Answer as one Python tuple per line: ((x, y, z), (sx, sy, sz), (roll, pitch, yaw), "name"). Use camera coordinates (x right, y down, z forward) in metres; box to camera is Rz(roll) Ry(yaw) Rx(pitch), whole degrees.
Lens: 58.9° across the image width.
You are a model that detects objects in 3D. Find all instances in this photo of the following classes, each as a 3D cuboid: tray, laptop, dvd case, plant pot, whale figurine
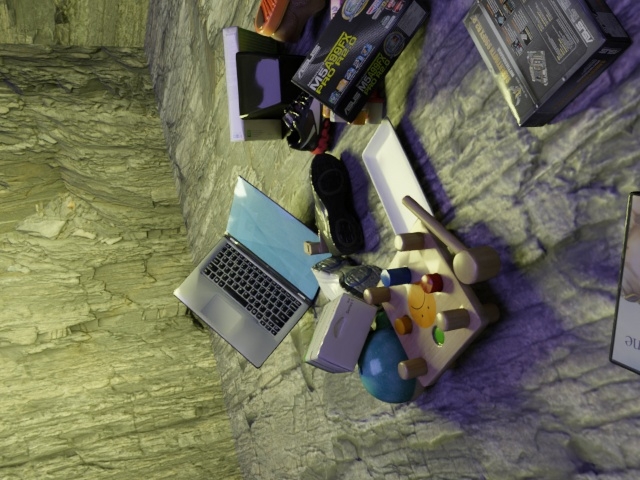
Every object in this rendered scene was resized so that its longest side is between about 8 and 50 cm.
((0.174, -0.127, 1.251), (0.145, 0.030, 0.270), (-56, 48, 53), "tray")
((-0.217, 0.100, 1.720), (0.382, 0.408, 0.236), (37, 170, 17), "laptop")
((0.465, 0.073, 0.722), (0.180, 0.022, 0.253), (25, 119, 60), "dvd case")
((-0.112, -0.440, 1.593), (0.167, 0.188, 0.187), (9, 105, 50), "plant pot")
((0.132, 0.272, 1.320), (0.272, 0.141, 0.216), (-159, 64, -64), "whale figurine")

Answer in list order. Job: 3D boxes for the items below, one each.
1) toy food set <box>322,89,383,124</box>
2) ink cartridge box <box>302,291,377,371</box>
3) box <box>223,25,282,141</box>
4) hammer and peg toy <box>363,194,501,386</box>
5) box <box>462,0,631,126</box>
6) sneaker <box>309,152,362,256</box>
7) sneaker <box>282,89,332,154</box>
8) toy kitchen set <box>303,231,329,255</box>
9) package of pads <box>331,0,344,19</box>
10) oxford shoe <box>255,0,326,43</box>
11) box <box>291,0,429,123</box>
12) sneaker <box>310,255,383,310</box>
((0.078, -0.324, 1.290), (0.232, 0.111, 0.105), (-125, 36, -70), "toy food set")
((0.042, 0.224, 1.332), (0.219, 0.092, 0.160), (129, 165, -73), "ink cartridge box")
((-0.200, -0.464, 1.719), (0.058, 0.232, 0.322), (3, 101, 24), "box")
((0.224, 0.086, 1.099), (0.266, 0.127, 0.361), (65, 149, 34), "hammer and peg toy")
((0.328, -0.317, 0.856), (0.183, 0.056, 0.231), (-56, 48, 55), "box")
((0.021, -0.089, 1.498), (0.130, 0.109, 0.286), (142, 119, -68), "sneaker")
((-0.026, -0.348, 1.481), (0.098, 0.135, 0.276), (-122, 36, -44), "sneaker")
((0.000, 0.000, 1.588), (0.075, 0.083, 0.068), (-162, 66, -75), "toy kitchen set")
((0.048, -0.553, 1.390), (0.050, 0.032, 0.083), (-150, 57, -62), "package of pads")
((-0.031, -0.674, 1.437), (0.364, 0.132, 0.130), (-53, 40, 32), "oxford shoe")
((0.074, -0.405, 1.198), (0.270, 0.060, 0.216), (-53, 41, 12), "box")
((0.085, 0.128, 1.452), (0.297, 0.111, 0.129), (25, 136, 63), "sneaker")
